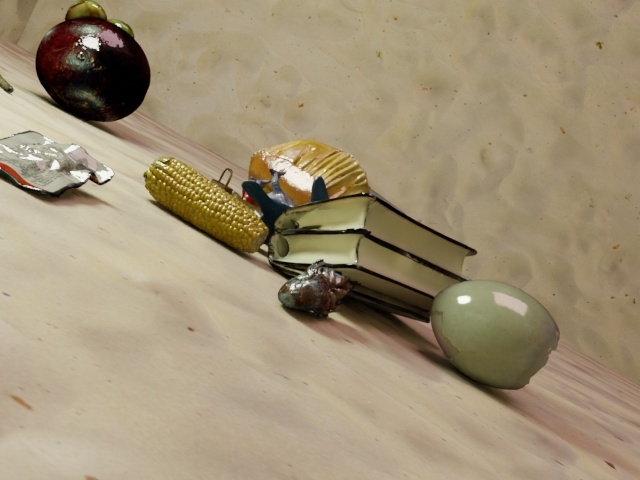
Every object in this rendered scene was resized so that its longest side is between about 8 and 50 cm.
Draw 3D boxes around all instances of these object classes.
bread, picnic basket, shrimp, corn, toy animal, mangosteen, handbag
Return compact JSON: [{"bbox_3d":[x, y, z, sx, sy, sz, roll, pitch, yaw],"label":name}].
[{"bbox_3d":[-0.039,-0.105,1.622,0.156,0.204,0.288,-28,45,-36],"label":"bread"},{"bbox_3d":[-0.256,-0.153,1.936,0.072,0.083,0.072,27,5,-3],"label":"picnic basket"},{"bbox_3d":[0.010,0.073,1.143,0.079,0.090,0.233,-6,-1,29],"label":"shrimp"},{"bbox_3d":[-0.211,-0.065,1.337,0.260,0.091,0.091,34,25,17],"label":"corn"},{"bbox_3d":[-0.073,-0.055,1.433,0.255,0.239,0.176,10,56,-67],"label":"toy animal"},{"bbox_3d":[-0.638,-0.497,2.074,0.330,0.330,0.330,28,6,-3],"label":"mangosteen"},{"bbox_3d":[0.103,0.046,1.397,0.237,0.160,0.359,-1,-18,46],"label":"handbag"}]

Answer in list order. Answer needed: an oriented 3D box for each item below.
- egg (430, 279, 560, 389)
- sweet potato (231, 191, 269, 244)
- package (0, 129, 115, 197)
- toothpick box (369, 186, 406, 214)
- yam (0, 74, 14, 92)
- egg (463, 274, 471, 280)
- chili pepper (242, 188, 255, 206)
[{"bbox_3d":[0.297,0.157,1.290,0.217,0.183,0.183,37,7,12],"label":"egg"},{"bbox_3d":[-0.138,-0.040,1.618,0.067,0.067,0.274,24,12,-39],"label":"sweet potato"},{"bbox_3d":[-0.409,-0.113,1.055,0.166,0.040,0.232,27,15,1],"label":"package"},{"bbox_3d":[0.137,-0.033,2.157,0.229,0.229,0.316,25,9,-27],"label":"toothpick box"},{"bbox_3d":[-0.822,-0.416,1.861,0.234,0.029,0.027,34,-3,45],"label":"yam"},{"bbox_3d":[0.349,0.155,1.850,0.131,0.131,0.164,24,14,-34],"label":"egg"},{"bbox_3d":[-0.164,-0.126,2.120,0.136,0.144,0.253,57,-7,-8],"label":"chili pepper"}]
